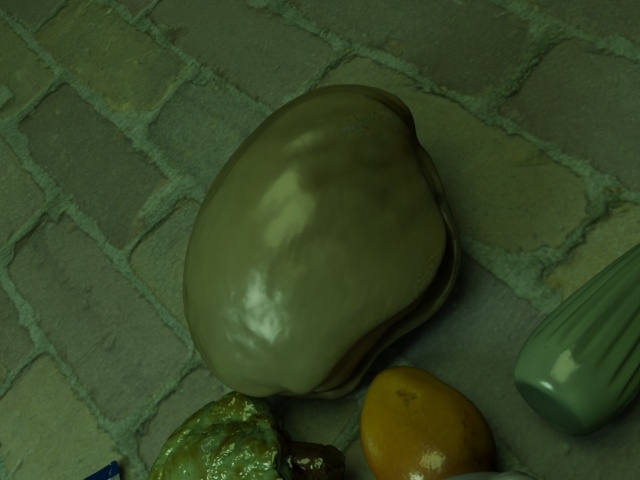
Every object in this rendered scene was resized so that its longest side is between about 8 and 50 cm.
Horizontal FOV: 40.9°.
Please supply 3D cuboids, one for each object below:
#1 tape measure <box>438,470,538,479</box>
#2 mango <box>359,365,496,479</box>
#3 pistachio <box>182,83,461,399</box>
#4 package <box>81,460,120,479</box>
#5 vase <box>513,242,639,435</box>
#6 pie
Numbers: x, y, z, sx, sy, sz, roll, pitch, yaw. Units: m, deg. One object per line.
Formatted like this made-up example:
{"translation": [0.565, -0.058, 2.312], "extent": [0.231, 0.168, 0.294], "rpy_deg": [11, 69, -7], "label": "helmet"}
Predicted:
{"translation": [0.169, 0.317, 0.867], "extent": [0.178, 0.196, 0.105], "rpy_deg": [-26, 41, 24], "label": "tape measure"}
{"translation": [0.119, 0.229, 1.012], "extent": [0.145, 0.112, 0.219], "rpy_deg": [-40, 36, 3], "label": "mango"}
{"translation": [0.000, 0.000, 1.139], "extent": [0.365, 0.281, 0.445], "rpy_deg": [20, 85, 25], "label": "pistachio"}
{"translation": [-0.343, 0.423, 1.215], "extent": [0.171, 0.027, 0.173], "rpy_deg": [-32, 52, 9], "label": "package"}
{"translation": [0.328, 0.096, 0.960], "extent": [0.248, 0.128, 0.128], "rpy_deg": [-46, 47, -14], "label": "vase"}
{"translation": [-0.113, 0.328, 1.090], "extent": [0.274, 0.105, 0.257], "rpy_deg": [26, 85, 40], "label": "pie"}
